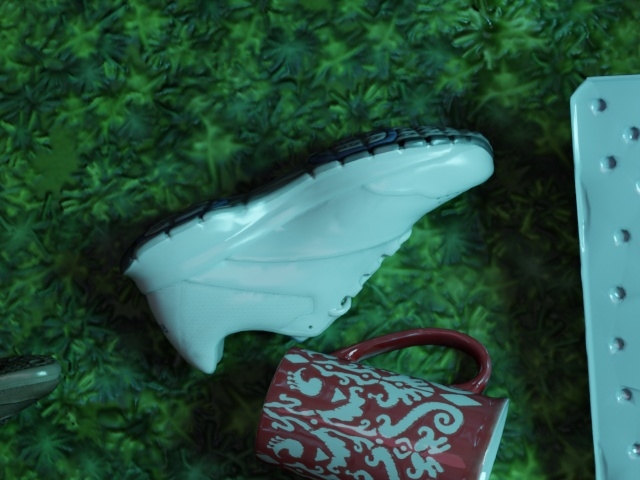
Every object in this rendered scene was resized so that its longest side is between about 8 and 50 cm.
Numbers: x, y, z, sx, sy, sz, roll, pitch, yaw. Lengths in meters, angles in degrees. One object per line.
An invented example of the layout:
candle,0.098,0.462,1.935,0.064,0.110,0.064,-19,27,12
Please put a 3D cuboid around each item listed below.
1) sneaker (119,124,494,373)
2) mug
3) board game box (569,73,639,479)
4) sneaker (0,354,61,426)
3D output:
sneaker,0.000,0.000,1.300,0.297,0.111,0.129,-24,99,6
mug,0.050,0.139,1.283,0.169,0.150,0.113,16,122,10
board game box,0.381,0.068,1.168,0.390,0.050,0.389,-1,102,23
sneaker,-0.285,0.142,1.326,0.188,0.066,0.071,-15,100,9
